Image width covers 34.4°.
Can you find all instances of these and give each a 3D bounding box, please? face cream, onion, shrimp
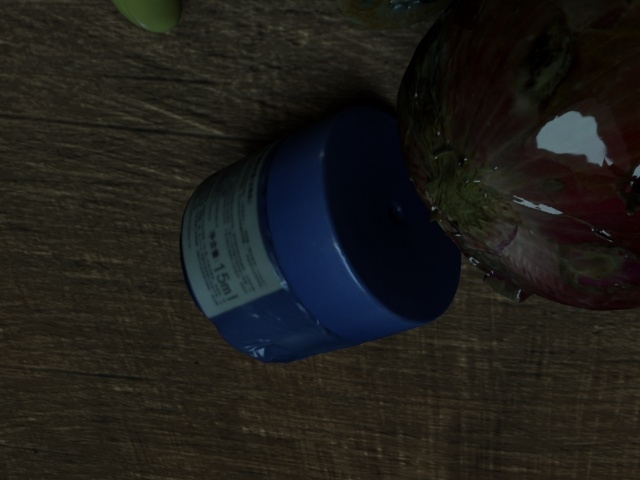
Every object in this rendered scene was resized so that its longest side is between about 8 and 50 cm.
[{"bbox_3d":[0.000,0.000,1.160,0.225,0.249,0.249,-19,123,38],"label":"face cream"},{"bbox_3d":[0.225,-0.094,0.942,0.353,0.354,0.354,9,133,10],"label":"onion"},{"bbox_3d":[0.074,-0.287,0.981,0.152,0.046,0.219,-12,139,11],"label":"shrimp"}]

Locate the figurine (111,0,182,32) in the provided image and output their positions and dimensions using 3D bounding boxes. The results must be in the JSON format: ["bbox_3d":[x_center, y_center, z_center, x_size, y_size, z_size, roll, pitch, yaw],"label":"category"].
[{"bbox_3d":[-0.118,-0.328,0.989,0.222,0.124,0.324,19,137,-4],"label":"figurine"}]
